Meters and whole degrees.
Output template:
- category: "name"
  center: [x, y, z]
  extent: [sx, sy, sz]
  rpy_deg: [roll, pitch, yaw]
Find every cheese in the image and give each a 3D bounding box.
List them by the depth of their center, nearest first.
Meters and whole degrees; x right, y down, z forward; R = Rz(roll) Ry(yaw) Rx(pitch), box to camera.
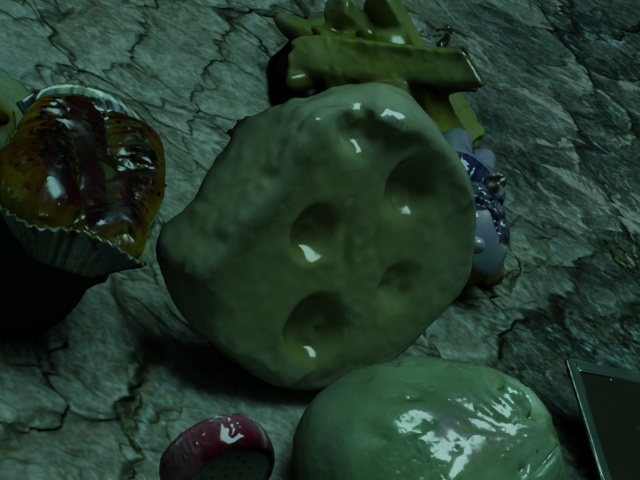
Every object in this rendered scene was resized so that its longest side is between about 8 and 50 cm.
- category: "cheese"
  center: [0.000, 0.000, 1.825]
  extent: [0.326, 0.318, 0.115]
  rpy_deg: [-8, 27, -31]

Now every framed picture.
- category: "framed picture"
  center: [0.391, 0.233, 2.059]
  extent: [0.252, 0.014, 0.197]
  rpy_deg: [13, 48, -30]

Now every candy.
- category: "candy"
  center: [-0.089, 0.194, 1.601]
  extent: [0.103, 0.103, 0.043]
  rpy_deg: [5, 39, -40]

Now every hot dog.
- category: "hot dog"
  center: [-0.215, -0.063, 1.700]
  extent: [0.162, 0.082, 0.270]
  rpy_deg: [27, 27, -14]

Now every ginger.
- category: "ginger"
  center: [0.119, -0.235, 2.512]
  extent: [0.358, 0.211, 0.413]
  rpy_deg: [21, 25, -21]

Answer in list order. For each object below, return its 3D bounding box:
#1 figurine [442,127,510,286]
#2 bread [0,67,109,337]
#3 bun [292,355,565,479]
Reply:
- category: "figurine"
  center: [0.176, -0.036, 2.266]
  extent: [0.194, 0.133, 0.274]
  rpy_deg: [53, 31, 2]
- category: "bread"
  center: [-0.363, -0.064, 1.778]
  extent: [0.382, 0.129, 0.366]
  rpy_deg: [33, 24, 7]
- category: "bun"
  center: [0.118, 0.198, 1.716]
  extent: [0.283, 0.179, 0.283]
  rpy_deg: [20, 28, -11]
